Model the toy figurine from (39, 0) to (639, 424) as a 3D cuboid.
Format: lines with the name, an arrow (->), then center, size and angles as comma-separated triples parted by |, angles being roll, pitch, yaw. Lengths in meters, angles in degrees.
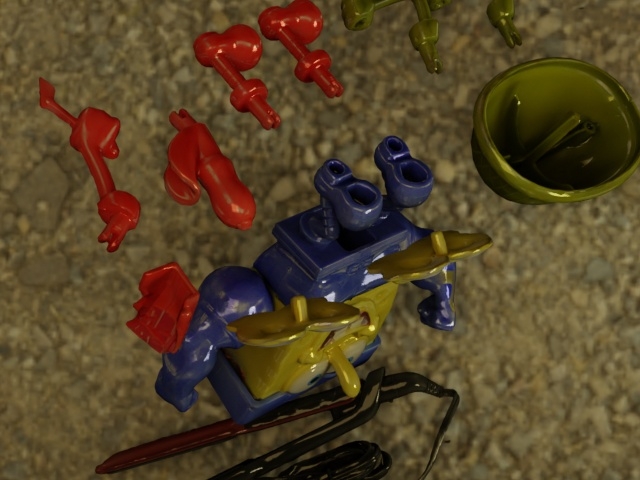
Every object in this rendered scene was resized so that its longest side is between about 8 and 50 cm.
toy figurine -> 0.000, 0.000, 0.774 | 0.362, 0.217, 0.191 | -25, 64, -38

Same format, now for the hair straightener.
hair straightener -> -0.019, 0.143, 0.812 | 0.230, 0.047, 0.089 | -18, 85, 1
